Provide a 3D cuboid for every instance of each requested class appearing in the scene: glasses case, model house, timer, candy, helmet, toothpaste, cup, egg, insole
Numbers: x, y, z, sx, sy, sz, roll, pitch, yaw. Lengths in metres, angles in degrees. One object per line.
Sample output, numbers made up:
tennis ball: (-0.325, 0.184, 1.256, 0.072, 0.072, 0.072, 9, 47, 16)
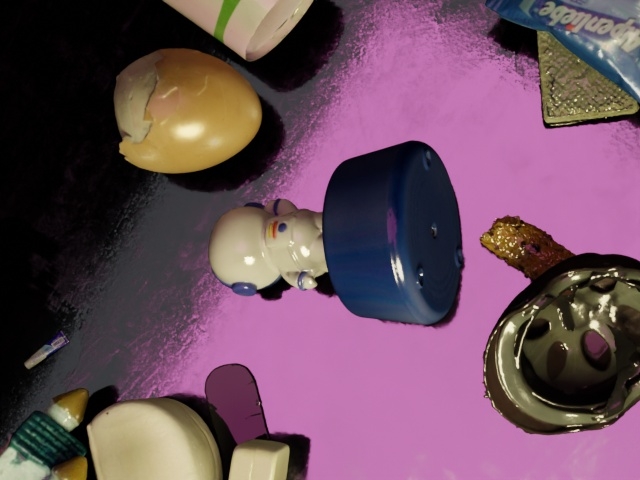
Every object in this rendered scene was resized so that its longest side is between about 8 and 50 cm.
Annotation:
glasses case: (-0.110, 0.467, 1.530, 0.070, 0.131, 0.313, 7, 86, 9)
model house: (-0.441, 0.369, 1.577, 0.184, 0.253, 0.291, 34, 76, -1)
timer: (0.000, 0.000, 1.533, 0.383, 0.270, 0.270, -5, 83, 26)
candy: (0.431, -0.345, 1.502, 0.331, 0.077, 0.187, 34, 97, 11)
helmet: (0.373, 0.134, 1.453, 0.305, 0.177, 0.225, -28, 104, 13)
toothpaste: (-0.467, 0.189, 1.698, 0.083, 0.015, 0.024, -39, 77, -1)
cup: (-0.154, -0.444, 1.595, 0.274, 0.253, 0.253, 42, 93, 6)
egg: (-0.216, -0.206, 1.597, 0.244, 0.201, 0.201, 2, 84, -2)
insole: (-0.118, 0.371, 1.614, 0.119, 0.009, 0.348, -15, 82, 8)

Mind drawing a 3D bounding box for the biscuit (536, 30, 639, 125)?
biscuit: (0.414, -0.309, 1.561, 0.147, 0.046, 0.250, -4, 84, 11)

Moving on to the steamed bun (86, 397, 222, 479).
steamed bun: (-0.247, 0.362, 1.568, 0.164, 0.146, 0.242, -20, 79, 11)

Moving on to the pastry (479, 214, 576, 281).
pastry: (0.321, 0.014, 1.543, 0.140, 0.056, 0.080, 40, 100, 6)
